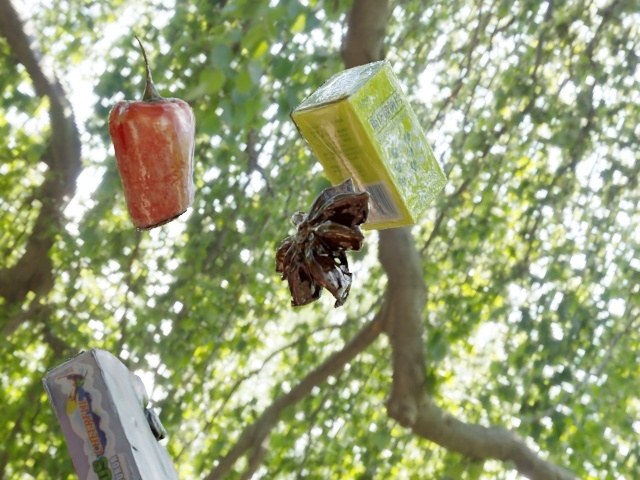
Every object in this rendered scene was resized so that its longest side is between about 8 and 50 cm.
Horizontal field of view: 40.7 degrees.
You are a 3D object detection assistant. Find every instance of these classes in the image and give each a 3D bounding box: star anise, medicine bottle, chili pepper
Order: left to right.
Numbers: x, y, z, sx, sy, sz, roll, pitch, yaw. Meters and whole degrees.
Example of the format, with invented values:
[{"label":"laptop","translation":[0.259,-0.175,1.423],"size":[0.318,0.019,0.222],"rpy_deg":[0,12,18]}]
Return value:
[{"label":"chili pepper","translation":[-0.167,-0.106,0.855],"size":[0.086,0.084,0.192],"rpy_deg":[-2,-77,22]},{"label":"star anise","translation":[0.000,0.001,0.959],"size":[0.057,0.168,0.168],"rpy_deg":[23,-15,-36]},{"label":"medicine bottle","translation":[0.082,-0.151,1.413],"size":[0.141,0.137,0.250],"rpy_deg":[-5,-57,46]}]

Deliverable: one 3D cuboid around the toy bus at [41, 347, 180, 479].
[{"label":"toy bus","translation":[-0.228,0.277,1.008],"size":[0.317,0.112,0.138],"rpy_deg":[55,-7,37]}]
